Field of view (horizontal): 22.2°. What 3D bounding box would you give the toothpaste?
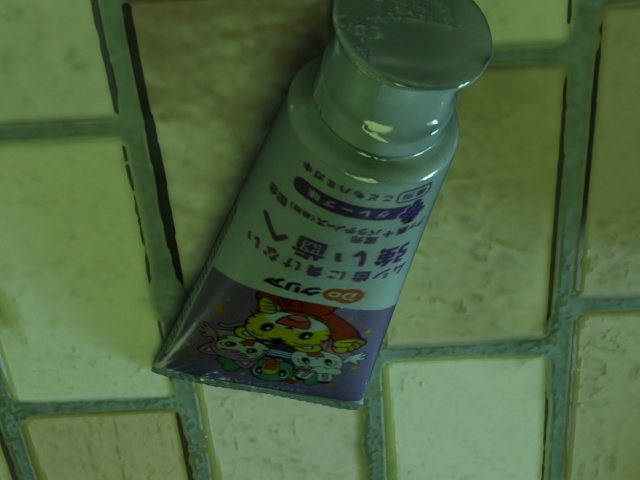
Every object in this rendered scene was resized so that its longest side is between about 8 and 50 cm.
[{"bbox_3d":[0.000,0.000,0.751,0.114,0.073,0.299,9,143,-10],"label":"toothpaste"}]
